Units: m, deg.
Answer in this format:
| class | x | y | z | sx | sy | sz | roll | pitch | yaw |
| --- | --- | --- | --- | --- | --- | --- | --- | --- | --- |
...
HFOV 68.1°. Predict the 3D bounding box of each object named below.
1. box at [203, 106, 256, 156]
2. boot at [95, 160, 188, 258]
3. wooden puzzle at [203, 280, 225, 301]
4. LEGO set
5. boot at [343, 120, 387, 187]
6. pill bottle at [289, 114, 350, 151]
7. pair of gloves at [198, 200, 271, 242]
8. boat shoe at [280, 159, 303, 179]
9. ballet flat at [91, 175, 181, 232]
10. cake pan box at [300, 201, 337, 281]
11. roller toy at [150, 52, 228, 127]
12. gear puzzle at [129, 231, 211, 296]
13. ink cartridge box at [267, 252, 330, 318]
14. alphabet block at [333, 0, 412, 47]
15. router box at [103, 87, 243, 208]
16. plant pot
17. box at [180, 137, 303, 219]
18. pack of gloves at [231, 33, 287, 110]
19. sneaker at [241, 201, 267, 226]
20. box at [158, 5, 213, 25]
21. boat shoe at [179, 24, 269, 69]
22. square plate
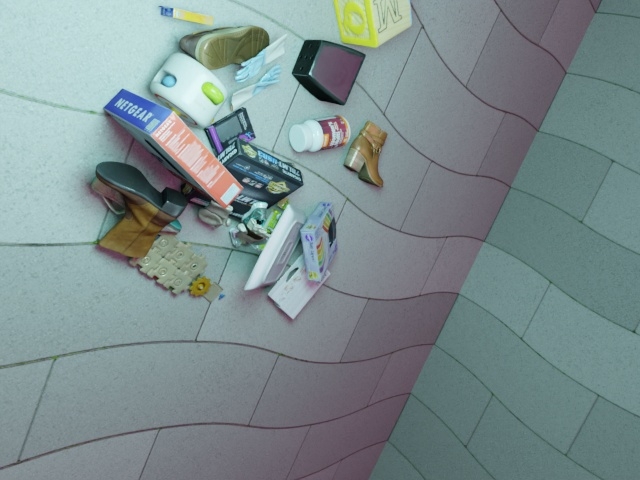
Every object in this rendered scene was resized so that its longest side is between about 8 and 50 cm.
| class | x | y | z | sx | sy | sz | roll | pitch | yaw |
| --- | --- | --- | --- | --- | --- | --- | --- | --- | --- |
| box | -0.301 | -0.361 | 1.593 | 0.162 | 0.029 | 0.116 | -36 | 135 | -23 |
| boot | -0.565 | -0.079 | 1.364 | 0.264 | 0.096 | 0.280 | 22 | 130 | -41 |
| wooden puzzle | -0.417 | 0.194 | 1.815 | 0.078 | 0.014 | 0.116 | -40 | 135 | -15 |
| LEGO set | -0.201 | -0.047 | 1.815 | 0.287 | 0.107 | 0.132 | -36 | 134 | -24 |
| boot | 0.229 | -0.371 | 2.073 | 0.283 | 0.109 | 0.220 | 29 | 87 | -42 |
| pill bottle | -0.001 | -0.403 | 1.795 | 0.221 | 0.121 | 0.121 | -20 | 126 | -37 |
| pair of gloves | -0.298 | -0.053 | 1.609 | 0.240 | 0.204 | 0.042 | 29 | 66 | -24 |
| boat shoe | -0.205 | -0.241 | 1.705 | 0.324 | 0.096 | 0.117 | -4 | 114 | -44 |
| ballet flat | -0.564 | -0.103 | 1.447 | 0.106 | 0.108 | 0.316 | -36 | 132 | 4 |
| cake pan box | 0.000 | 0.000 | 1.985 | 0.267 | 0.070 | 0.246 | -58 | 150 | -54 |
| roller toy | -0.379 | -0.422 | 1.359 | 0.191 | 0.209 | 0.146 | 34 | 86 | -14 |
| gear puzzle | -0.493 | 0.090 | 1.655 | 0.175 | 0.044 | 0.339 | -45 | 137 | -5 |
| ink cartridge box | -0.103 | 0.180 | 2.082 | 0.275 | 0.060 | 0.239 | -50 | 136 | -12 |
| alphabet block | 0.186 | -0.826 | 1.685 | 0.197 | 0.192 | 0.194 | -39 | 133 | -23 |
| router box | -0.409 | -0.257 | 1.316 | 0.082 | 0.335 | 0.301 | -50 | 137 | -10 |
| plant pot | 0.013 | -0.605 | 1.661 | 0.166 | 0.188 | 0.188 | 18 | 100 | -35 |
| box | -0.259 | -0.186 | 1.580 | 0.293 | 0.073 | 0.295 | -31 | 149 | 29 |
| pack of gloves | -0.185 | -0.525 | 1.517 | 0.232 | 0.046 | 0.195 | -45 | 173 | -26 |
| sneaker | -0.233 | -0.067 | 1.667 | 0.064 | 0.076 | 0.166 | 1 | 153 | -27 |
| box | -0.379 | -0.627 | 1.320 | 0.136 | 0.081 | 0.028 | -11 | 121 | -40 |
| boat shoe | -0.279 | -0.586 | 1.416 | 0.342 | 0.123 | 0.123 | -42 | 151 | -50 |
| square plate | -0.154 | 0.037 | 1.822 | 0.344 | 0.049 | 0.347 | -62 | 173 | 2 |
